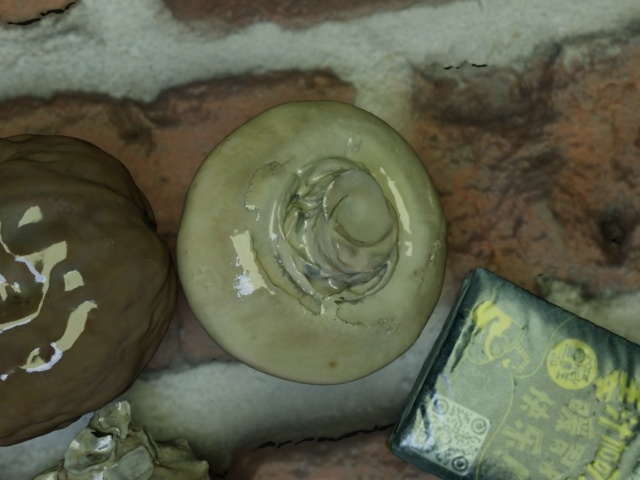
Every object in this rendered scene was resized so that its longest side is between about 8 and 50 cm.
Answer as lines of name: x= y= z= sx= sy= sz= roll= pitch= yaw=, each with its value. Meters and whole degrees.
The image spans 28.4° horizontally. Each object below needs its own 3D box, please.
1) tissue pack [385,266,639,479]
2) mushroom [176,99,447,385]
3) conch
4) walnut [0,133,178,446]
tissue pack: x=0.212 y=0.161 z=1.127 sx=0.257 sy=0.081 sz=0.185 roll=26 pitch=86 yaw=1
mushroom: x=0.000 y=0.000 z=1.065 sx=0.246 sy=0.202 sz=0.246 roll=2 pitch=83 yaw=-17
conch: x=-0.186 y=0.284 z=1.073 sx=0.210 sy=0.159 sz=0.291 roll=-4 pitch=87 yaw=-2
walnut: x=-0.258 y=0.037 z=1.058 sx=0.273 sy=0.227 sz=0.273 roll=0 pitch=87 yaw=0
